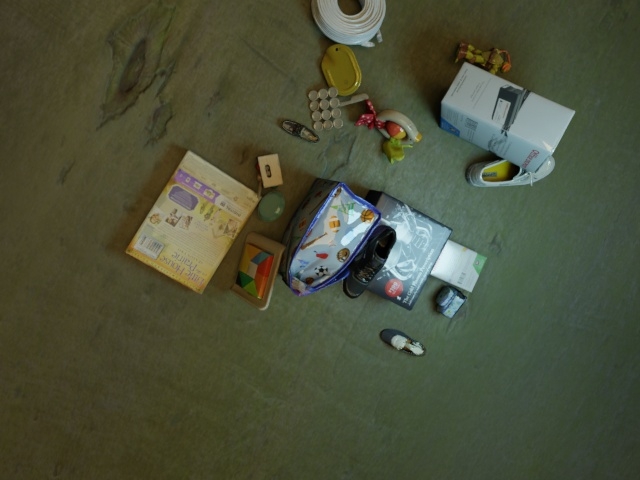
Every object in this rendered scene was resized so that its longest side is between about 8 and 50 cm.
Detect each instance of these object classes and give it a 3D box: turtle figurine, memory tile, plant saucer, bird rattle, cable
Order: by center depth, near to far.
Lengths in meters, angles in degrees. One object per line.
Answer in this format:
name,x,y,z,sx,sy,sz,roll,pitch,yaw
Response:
cable,0.099,-0.812,1.742,0.256,0.089,0.258,-3,88,-10
bird rattle,0.258,-0.414,1.805,0.143,0.206,0.254,-49,114,-19
memory tile,0.018,-0.474,1.815,0.113,0.012,0.148,-6,102,15
plant saucer,-0.183,-0.126,1.821,0.119,0.021,0.120,-25,130,-33
turtle figurine,0.606,-0.655,1.838,0.217,0.087,0.270,20,58,1

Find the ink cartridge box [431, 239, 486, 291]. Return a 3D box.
ink cartridge box,0.519,0.089,1.978,0.212,0.093,0.155,23,93,-15

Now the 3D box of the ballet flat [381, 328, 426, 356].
ballet flat,0.339,0.413,2.003,0.203,0.074,0.074,27,93,-13

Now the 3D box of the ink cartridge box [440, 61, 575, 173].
ink cartridge box,0.631,-0.419,1.750,0.394,0.285,0.166,30,91,13

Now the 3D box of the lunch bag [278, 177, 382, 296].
lunch bag,0.000,0.000,1.746,0.238,0.328,0.386,36,89,-14

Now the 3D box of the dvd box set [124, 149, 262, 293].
dvd box set,-0.446,-0.062,1.783,0.307,0.062,0.421,31,91,-14

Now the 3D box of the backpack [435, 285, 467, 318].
backpack,0.509,0.243,1.995,0.084,0.105,0.114,30,99,-6

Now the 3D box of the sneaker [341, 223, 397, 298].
sneaker,0.164,0.074,1.708,0.107,0.124,0.284,27,93,-11

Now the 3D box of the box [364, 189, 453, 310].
box,0.259,0.033,1.875,0.312,0.179,0.344,26,93,-12

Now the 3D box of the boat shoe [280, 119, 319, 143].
boat shoe,-0.069,-0.396,1.811,0.152,0.049,0.056,20,95,-13

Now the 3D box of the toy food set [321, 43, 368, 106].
toy food set,0.089,-0.594,1.809,0.128,0.071,0.218,-19,99,20

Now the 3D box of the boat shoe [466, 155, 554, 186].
boat shoe,0.763,-0.276,1.936,0.366,0.156,0.136,-7,100,-10

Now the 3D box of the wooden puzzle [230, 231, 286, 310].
wooden puzzle,-0.231,0.102,1.777,0.044,0.220,0.239,17,94,-43

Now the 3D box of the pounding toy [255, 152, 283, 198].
pounding toy,-0.192,-0.230,1.772,0.100,0.130,0.141,-12,101,-9
